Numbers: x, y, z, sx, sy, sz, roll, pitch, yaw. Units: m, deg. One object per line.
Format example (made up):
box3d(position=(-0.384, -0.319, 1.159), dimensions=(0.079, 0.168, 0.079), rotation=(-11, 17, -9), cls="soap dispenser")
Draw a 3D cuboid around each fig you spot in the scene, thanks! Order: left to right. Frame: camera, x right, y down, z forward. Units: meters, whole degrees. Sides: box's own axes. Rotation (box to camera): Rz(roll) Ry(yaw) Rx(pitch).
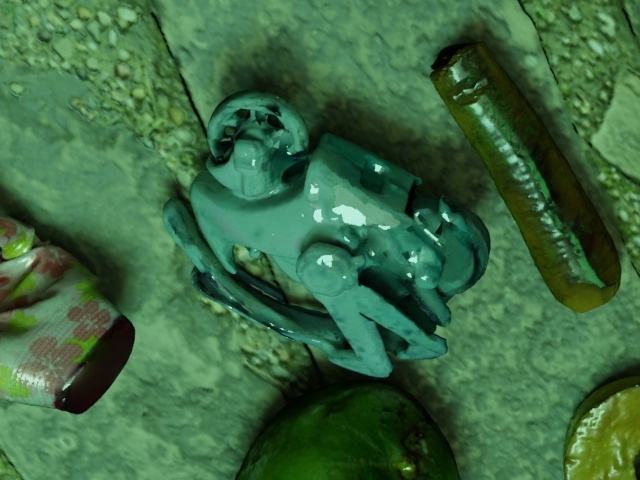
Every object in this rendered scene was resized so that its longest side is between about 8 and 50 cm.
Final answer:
box3d(position=(-0.003, 0.238, 1.667), dimensions=(0.203, 0.203, 0.235), rotation=(36, 144, -18), cls="fig")

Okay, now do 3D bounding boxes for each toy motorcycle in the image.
box3d(position=(0.000, 0.000, 1.562), dimensions=(0.260, 0.154, 0.206), rotation=(29, 130, -9), cls="toy motorcycle")

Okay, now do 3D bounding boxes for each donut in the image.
box3d(position=(0.293, 0.194, 1.708), dimensions=(0.162, 0.065, 0.178), rotation=(-42, 109, 7), cls="donut")

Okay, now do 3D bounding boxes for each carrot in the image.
box3d(position=(0.172, -0.053, 1.591), dimensions=(0.070, 0.070, 0.260), rotation=(-31, 111, 8), cls="carrot")

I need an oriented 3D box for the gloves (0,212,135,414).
box3d(position=(-0.279, 0.048, 1.565), dimensions=(0.241, 0.126, 0.145), rotation=(31, 95, 20), cls="gloves")
